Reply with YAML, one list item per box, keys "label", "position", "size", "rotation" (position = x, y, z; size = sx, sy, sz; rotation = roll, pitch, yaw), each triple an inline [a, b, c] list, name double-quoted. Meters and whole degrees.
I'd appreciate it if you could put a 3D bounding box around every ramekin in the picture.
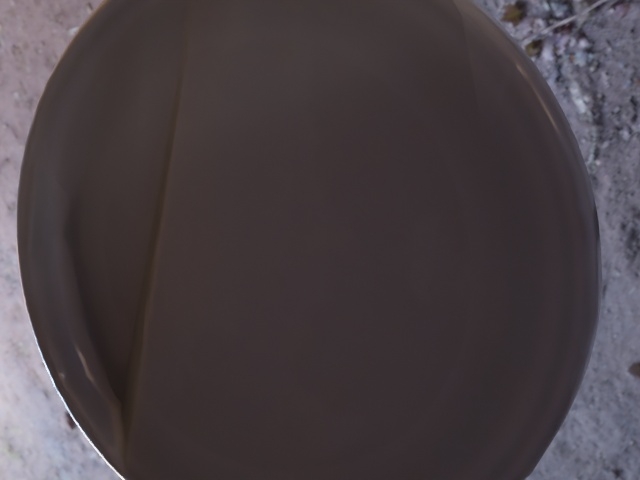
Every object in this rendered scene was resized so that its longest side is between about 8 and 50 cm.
- label: "ramekin"
  position: [0.000, 0.000, 0.439]
  size: [0.273, 0.127, 0.272]
  rotation: [4, 99, 24]
